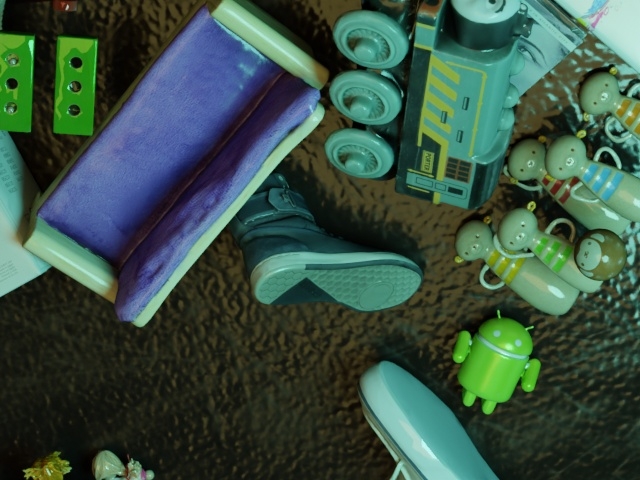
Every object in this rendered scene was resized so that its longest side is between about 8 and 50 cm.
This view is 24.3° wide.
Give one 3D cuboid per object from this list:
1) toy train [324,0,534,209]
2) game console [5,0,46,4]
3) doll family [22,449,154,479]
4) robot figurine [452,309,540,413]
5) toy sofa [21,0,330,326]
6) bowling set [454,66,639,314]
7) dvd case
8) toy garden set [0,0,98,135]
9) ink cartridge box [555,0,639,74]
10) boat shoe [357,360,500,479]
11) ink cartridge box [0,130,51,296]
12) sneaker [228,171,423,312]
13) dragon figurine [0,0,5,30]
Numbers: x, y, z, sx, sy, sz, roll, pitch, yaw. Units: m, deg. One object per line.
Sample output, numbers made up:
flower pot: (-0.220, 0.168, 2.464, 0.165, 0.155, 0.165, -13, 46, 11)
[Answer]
toy train: (0.113, -0.166, 1.537, 0.190, 0.142, 0.334, 15, 145, 8)
game console: (-0.317, -0.335, 1.653, 0.085, 0.124, 0.144, -11, 104, -16)
doll family: (-0.330, 0.342, 1.804, 0.263, 0.118, 0.163, -19, 100, 13)
robot figurine: (0.199, 0.138, 1.699, 0.101, 0.067, 0.115, 23, 106, 0)
toy sofa: (-0.161, -0.095, 1.621, 0.150, 0.177, 0.362, 35, 108, -22)
bowling set: (0.264, -0.045, 1.582, 0.154, 0.200, 0.287, 32, 102, 1)
dvd case: (0.164, -0.220, 1.557, 0.164, 0.221, 0.018, 41, 65, -3)
toy garden set: (-0.362, -0.223, 1.596, 0.244, 0.049, 0.204, 3, 109, -7)
ink cartridge box: (0.298, -0.271, 1.511, 0.278, 0.201, 0.117, 41, 105, -2)
boat shoe: (0.130, 0.312, 1.731, 0.156, 0.136, 0.367, -35, 106, 18)
ink cartridge box: (-0.495, -0.025, 1.732, 0.309, 0.130, 0.272, -26, 97, 14)
sneaker: (0.000, -0.001, 1.687, 0.226, 0.163, 0.086, 7, 128, -35)
dragon figurine: (-0.423, -0.299, 1.666, 0.289, 0.085, 0.144, 45, 118, 3)
